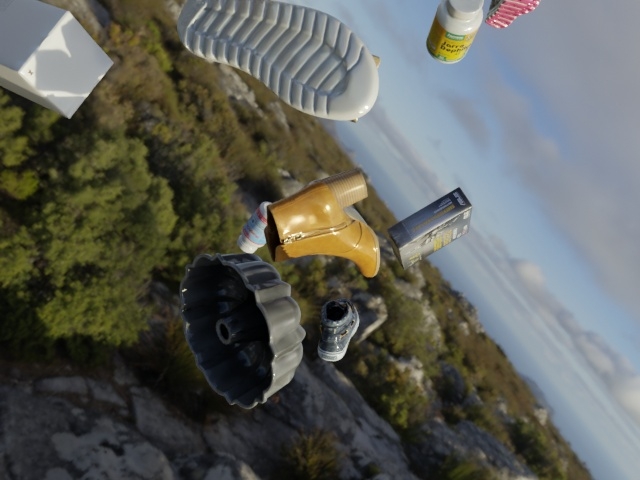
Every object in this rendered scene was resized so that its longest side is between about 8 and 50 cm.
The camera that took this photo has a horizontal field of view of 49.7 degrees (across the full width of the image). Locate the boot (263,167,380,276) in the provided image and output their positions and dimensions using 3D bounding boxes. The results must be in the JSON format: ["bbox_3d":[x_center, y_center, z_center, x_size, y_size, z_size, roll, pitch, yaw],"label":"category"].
[{"bbox_3d":[0.000,0.000,1.379,0.104,0.211,0.295,53,-16,44],"label":"boot"}]

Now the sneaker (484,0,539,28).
[{"bbox_3d":[0.372,-0.472,1.330,0.063,0.074,0.170,12,-5,-10],"label":"sneaker"}]

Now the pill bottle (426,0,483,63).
[{"bbox_3d":[0.344,-0.551,1.756,0.117,0.117,0.208,53,-13,12],"label":"pill bottle"}]

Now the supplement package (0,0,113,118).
[{"bbox_3d":[-0.663,-0.433,1.589,0.293,0.177,0.175,26,-15,30],"label":"supplement package"}]

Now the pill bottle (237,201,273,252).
[{"bbox_3d":[-0.186,-0.036,2.106,0.087,0.160,0.087,29,31,-20],"label":"pill bottle"}]

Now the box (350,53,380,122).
[{"bbox_3d":[0.022,-0.378,1.609,0.201,0.164,0.021,14,22,-22],"label":"box"}]

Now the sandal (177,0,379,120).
[{"bbox_3d":[-0.068,-0.347,1.255,0.416,0.169,0.102,30,8,16],"label":"sandal"}]

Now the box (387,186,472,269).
[{"bbox_3d":[0.248,-0.021,1.560,0.056,0.183,0.231,59,1,17],"label":"box"}]

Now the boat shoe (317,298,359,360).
[{"bbox_3d":[0.036,0.135,1.250,0.183,0.065,0.083,-69,165,-64],"label":"boat shoe"}]

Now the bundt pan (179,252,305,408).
[{"bbox_3d":[-0.153,0.170,1.434,0.124,0.331,0.331,-18,64,-40],"label":"bundt pan"}]
